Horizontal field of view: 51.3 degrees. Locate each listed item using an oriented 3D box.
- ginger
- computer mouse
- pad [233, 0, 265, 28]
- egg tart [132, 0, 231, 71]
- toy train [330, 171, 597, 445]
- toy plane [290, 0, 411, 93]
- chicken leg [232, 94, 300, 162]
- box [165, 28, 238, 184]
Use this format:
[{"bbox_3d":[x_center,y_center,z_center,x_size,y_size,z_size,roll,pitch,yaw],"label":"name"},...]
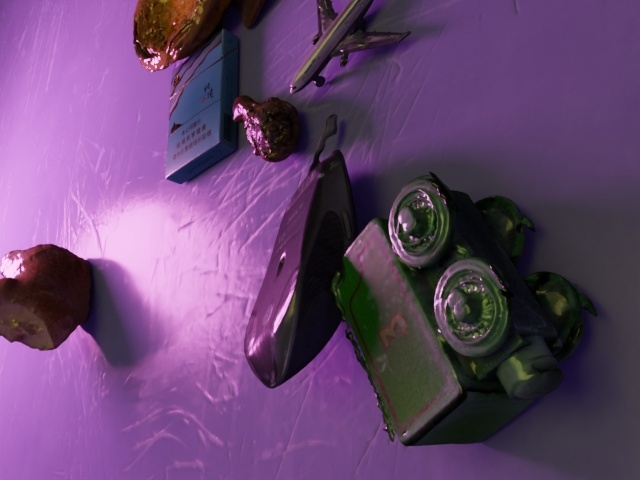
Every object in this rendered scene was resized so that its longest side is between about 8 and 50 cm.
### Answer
[{"bbox_3d":[-0.556,0.099,1.289,0.275,0.221,0.130,43,117,38],"label":"ginger"},{"bbox_3d":[0.000,0.000,0.803,0.167,0.090,0.380,-41,31,56],"label":"computer mouse"},{"bbox_3d":[-0.099,-0.550,1.132,0.286,0.018,0.284,-55,41,37],"label":"pad"},{"bbox_3d":[-0.246,-0.444,1.235,0.290,0.107,0.291,-14,70,41],"label":"egg tart"},{"bbox_3d":[0.120,0.060,0.625,0.188,0.132,0.243,-51,44,33],"label":"toy train"},{"bbox_3d":[0.031,-0.292,0.906,0.226,0.058,0.226,-58,46,19],"label":"toy plane"},{"bbox_3d":[-0.085,-0.178,0.991,0.198,0.069,0.085,44,132,53],"label":"chicken leg"},{"bbox_3d":[-0.206,-0.230,1.151,0.162,0.041,0.229,-23,59,40],"label":"box"}]
